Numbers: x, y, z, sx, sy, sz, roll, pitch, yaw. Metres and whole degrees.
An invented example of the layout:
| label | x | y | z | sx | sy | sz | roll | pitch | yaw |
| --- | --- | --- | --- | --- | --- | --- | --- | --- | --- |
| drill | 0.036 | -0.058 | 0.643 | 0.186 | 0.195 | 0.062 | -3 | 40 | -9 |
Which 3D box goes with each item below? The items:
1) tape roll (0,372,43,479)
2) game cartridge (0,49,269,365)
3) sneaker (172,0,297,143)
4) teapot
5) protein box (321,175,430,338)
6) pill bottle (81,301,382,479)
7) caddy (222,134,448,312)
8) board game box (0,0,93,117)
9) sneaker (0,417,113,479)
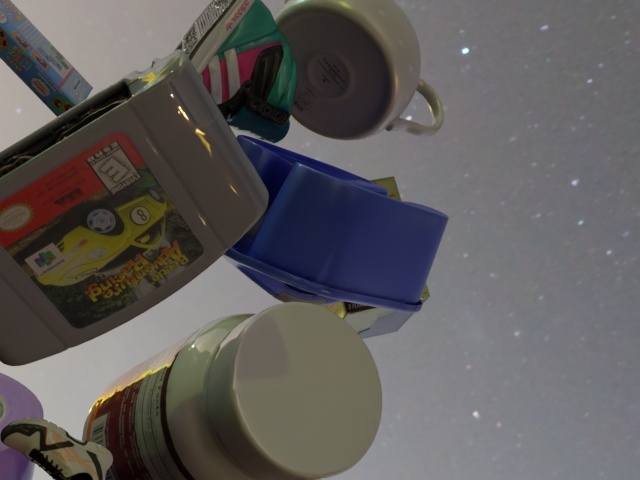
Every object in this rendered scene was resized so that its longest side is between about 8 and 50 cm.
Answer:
| label | x | y | z | sx | sy | sz | roll | pitch | yaw |
| --- | --- | --- | --- | --- | --- | --- | --- | --- | --- |
| tape roll | -0.469 | 0.228 | 1.139 | 0.274 | 0.274 | 0.090 | 25 | -73 | 42 |
| game cartridge | -0.199 | -0.015 | 0.865 | 0.060 | 0.294 | 0.196 | 56 | -3 | 47 |
| sneaker | -0.134 | -0.170 | 1.274 | 0.178 | 0.295 | 0.124 | 42 | -11 | -27 |
| teapot | 0.055 | -0.283 | 1.478 | 0.252 | 0.187 | 0.256 | 11 | -54 | 25 |
| protein box | 0.059 | 0.037 | 1.552 | 0.200 | 0.136 | 0.201 | 118 | -40 | -66 |
| pill bottle | -0.115 | 0.215 | 1.161 | 0.392 | 0.224 | 0.224 | -31 | -93 | 51 |
| caddy | 0.000 | 0.000 | 1.231 | 0.241 | 0.341 | 0.179 | 27 | -82 | 42 |
| board game box | -0.443 | -0.285 | 1.496 | 0.211 | 0.039 | 0.160 | 49 | 10 | -19 |
| sneaker | -0.247 | 0.201 | 0.911 | 0.109 | 0.044 | 0.040 | 25 | -52 | -17 |
